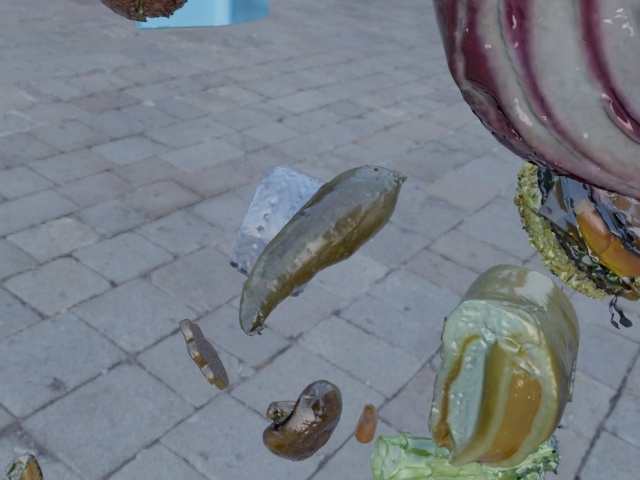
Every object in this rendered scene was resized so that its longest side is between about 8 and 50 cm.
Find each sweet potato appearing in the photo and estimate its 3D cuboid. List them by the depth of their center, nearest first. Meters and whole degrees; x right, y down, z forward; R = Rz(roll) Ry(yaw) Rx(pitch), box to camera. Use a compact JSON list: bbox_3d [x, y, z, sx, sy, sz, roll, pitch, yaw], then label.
[{"bbox_3d":[-0.005,0.000,1.095,0.130,0.131,0.422,30,56,31],"label":"sweet potato"}]

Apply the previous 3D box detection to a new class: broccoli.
[{"bbox_3d":[0.284,0.479,1.364,0.397,0.353,0.275,-22,19,-25],"label":"broccoli"}]

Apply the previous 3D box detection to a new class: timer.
[{"bbox_3d":[-0.250,-0.493,1.413,0.231,0.091,0.250,3,12,17],"label":"timer"}]

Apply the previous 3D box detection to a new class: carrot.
[{"bbox_3d":[0.134,0.498,1.820,0.066,0.271,0.062,-15,54,-17],"label":"carrot"}]

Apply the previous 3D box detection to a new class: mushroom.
[{"bbox_3d":[-0.030,0.446,1.593,0.194,0.231,0.138,13,33,-46],"label":"mushroom"}]

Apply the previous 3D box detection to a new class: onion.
[{"bbox_3d":[0.151,-0.165,0.423,0.146,0.314,0.280,-28,27,26],"label":"onion"}]

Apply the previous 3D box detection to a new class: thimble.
[{"bbox_3d":[-0.061,-0.019,1.313,0.157,0.217,0.246,25,75,10],"label":"thimble"}]

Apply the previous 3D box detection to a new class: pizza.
[{"bbox_3d":[-0.633,0.540,1.317,0.052,0.185,0.195,5,24,14],"label":"pizza"}]

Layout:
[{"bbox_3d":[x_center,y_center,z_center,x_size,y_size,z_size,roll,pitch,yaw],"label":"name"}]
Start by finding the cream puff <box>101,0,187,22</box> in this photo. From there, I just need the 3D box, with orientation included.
[{"bbox_3d":[-0.213,-0.328,0.807,0.149,0.149,0.084,-5,67,-25],"label":"cream puff"}]

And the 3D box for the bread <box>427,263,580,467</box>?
[{"bbox_3d":[0.323,0.202,1.100,0.210,0.301,0.341,18,18,20],"label":"bread"}]

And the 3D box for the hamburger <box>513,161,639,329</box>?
[{"bbox_3d":[0.350,-0.025,0.828,0.243,0.138,0.262,41,51,-7],"label":"hamburger"}]

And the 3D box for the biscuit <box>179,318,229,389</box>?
[{"bbox_3d":[-0.290,0.293,1.638,0.039,0.236,0.180,-29,50,-2],"label":"biscuit"}]
